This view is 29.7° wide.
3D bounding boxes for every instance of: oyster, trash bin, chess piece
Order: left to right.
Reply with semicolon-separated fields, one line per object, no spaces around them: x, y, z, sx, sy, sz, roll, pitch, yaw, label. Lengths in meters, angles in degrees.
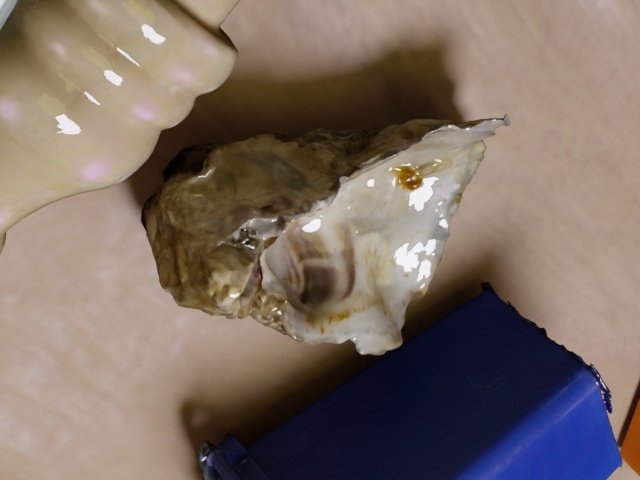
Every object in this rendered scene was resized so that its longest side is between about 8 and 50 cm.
-0.079;-0.096;0.502;0.307;0.139;0.124;-46;118;9;chess piece
-0.002;-0.011;0.644;0.232;0.107;0.162;-11;125;-49;oyster
0.060;0.147;0.752;0.234;0.162;0.184;-37;135;-10;trash bin

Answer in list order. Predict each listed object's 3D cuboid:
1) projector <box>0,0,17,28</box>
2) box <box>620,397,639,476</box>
-0.144;-0.215;0.387;0.192;0.099;0.257;20;111;-41;projector
0.371;0.088;0.850;0.143;0.225;0.341;-9;127;-28;box
